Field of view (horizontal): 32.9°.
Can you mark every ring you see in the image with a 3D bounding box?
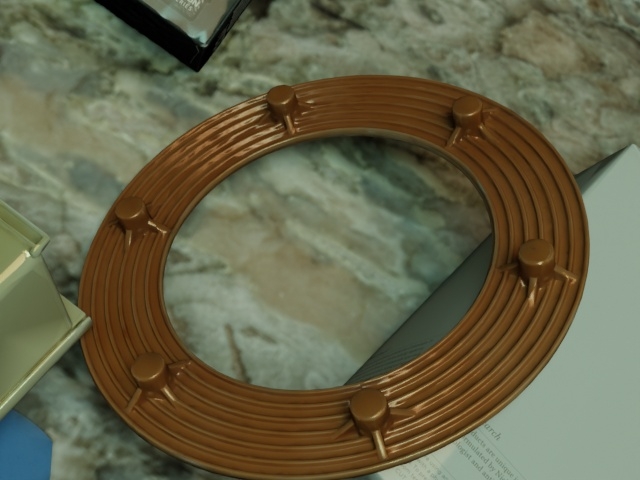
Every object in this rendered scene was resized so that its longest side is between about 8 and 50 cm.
[{"bbox_3d":[0.000,0.000,0.697,0.336,0.032,0.337,-7,48,8],"label":"ring"}]

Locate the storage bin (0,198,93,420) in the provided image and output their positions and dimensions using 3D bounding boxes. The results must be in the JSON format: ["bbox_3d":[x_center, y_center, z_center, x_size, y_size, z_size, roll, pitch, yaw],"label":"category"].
[{"bbox_3d":[-0.322,0.045,0.612,0.260,0.123,0.262,35,68,13],"label":"storage bin"}]

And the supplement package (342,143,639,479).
[{"bbox_3d":[0.144,0.106,0.747,0.175,0.177,0.293,47,68,-1],"label":"supplement package"}]

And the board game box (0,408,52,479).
[{"bbox_3d":[-0.239,0.176,0.673,0.133,0.033,0.169,9,50,-20],"label":"board game box"}]

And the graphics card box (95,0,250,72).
[{"bbox_3d":[-0.078,-0.341,0.799,0.232,0.094,0.371,36,82,-7],"label":"graphics card box"}]
